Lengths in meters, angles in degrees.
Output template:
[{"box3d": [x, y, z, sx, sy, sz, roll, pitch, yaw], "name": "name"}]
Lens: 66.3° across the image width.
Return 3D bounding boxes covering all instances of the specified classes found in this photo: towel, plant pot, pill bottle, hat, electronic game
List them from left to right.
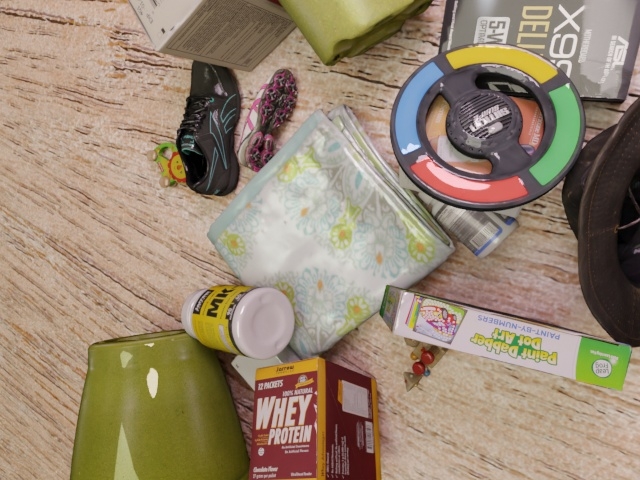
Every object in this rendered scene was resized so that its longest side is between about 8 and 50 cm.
[{"box3d": [-0.322, 0.362, 0.974, 0.367, 0.366, 0.352, -10, 84, 29], "name": "plant pot"}, {"box3d": [-0.153, 0.138, 0.866, 0.208, 0.119, 0.119, -4, 99, 47], "name": "pill bottle"}, {"box3d": [0.000, 0.000, 0.854, 0.374, 0.090, 0.320, -42, 79, 28], "name": "towel"}, {"box3d": [0.024, -0.401, 0.681, 0.276, 0.276, 0.254, -25, 99, 29], "name": "plant pot"}, {"box3d": [0.218, -0.045, 0.736, 0.137, 0.078, 0.078, 46, 117, 13], "name": "pill bottle"}, {"box3d": [0.200, -0.144, 0.602, 0.229, 0.048, 0.229, -3, 72, 9], "name": "electronic game"}, {"box3d": [0.383, -0.042, 0.599, 0.134, 0.331, 0.331, -149, 60, -62], "name": "hat"}]

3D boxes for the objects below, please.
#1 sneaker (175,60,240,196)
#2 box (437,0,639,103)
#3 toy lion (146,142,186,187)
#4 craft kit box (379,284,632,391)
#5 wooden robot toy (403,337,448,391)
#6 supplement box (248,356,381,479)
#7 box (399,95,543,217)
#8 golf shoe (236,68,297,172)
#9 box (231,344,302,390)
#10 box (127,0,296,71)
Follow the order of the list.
[{"box3d": [-0.210, -0.213, 0.912, 0.101, 0.106, 0.267, 0, 99, 29], "name": "sneaker"}, {"box3d": [0.295, -0.343, 0.636, 0.243, 0.076, 0.307, 13, 106, 25], "name": "box"}, {"box3d": [-0.300, -0.159, 1.014, 0.096, 0.034, 0.100, -28, 86, 22], "name": "toy lion"}, {"box3d": [0.207, 0.112, 0.637, 0.247, 0.250, 0.061, 16, 87, 5], "name": "craft kit box"}, {"box3d": [0.168, 0.167, 0.813, 0.079, 0.076, 0.173, 43, 116, 26], "name": "wooden robot toy"}, {"box3d": [-0.004, 0.317, 0.817, 0.129, 0.194, 0.191, -18, 56, 30], "name": "supplement box"}, {"box3d": [0.208, -0.126, 0.673, 0.171, 0.091, 0.130, 17, 72, 15], "name": "box"}, {"box3d": [-0.106, -0.220, 0.875, 0.086, 0.067, 0.186, 34, 104, 45], "name": "golf shoe"}, {"box3d": [-0.094, 0.228, 0.949, 0.102, 0.087, 0.101, 46, 117, 13], "name": "box"}, {"box3d": [-0.163, -0.378, 0.779, 0.149, 0.232, 0.126, -34, 84, 29], "name": "box"}]
